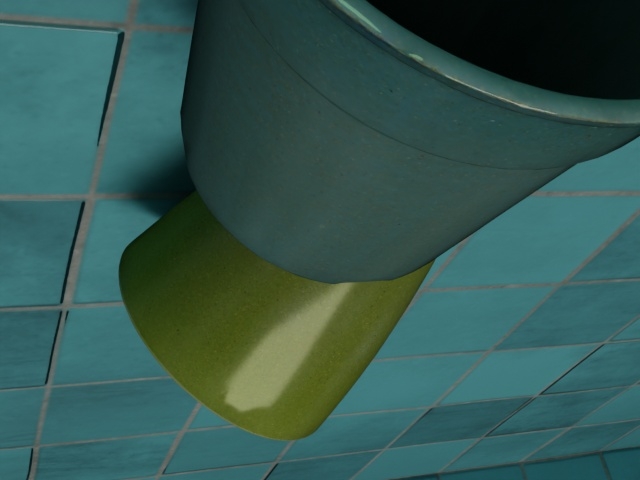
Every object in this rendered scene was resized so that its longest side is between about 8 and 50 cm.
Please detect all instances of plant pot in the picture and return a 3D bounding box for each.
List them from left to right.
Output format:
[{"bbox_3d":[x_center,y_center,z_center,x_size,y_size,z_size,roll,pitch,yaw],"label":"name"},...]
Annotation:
[{"bbox_3d":[0.000,0.000,0.924,0.293,0.274,0.275,-45,142,20],"label":"plant pot"},{"bbox_3d":[0.060,-0.144,0.618,0.341,0.341,0.334,-3,158,-19],"label":"plant pot"}]
